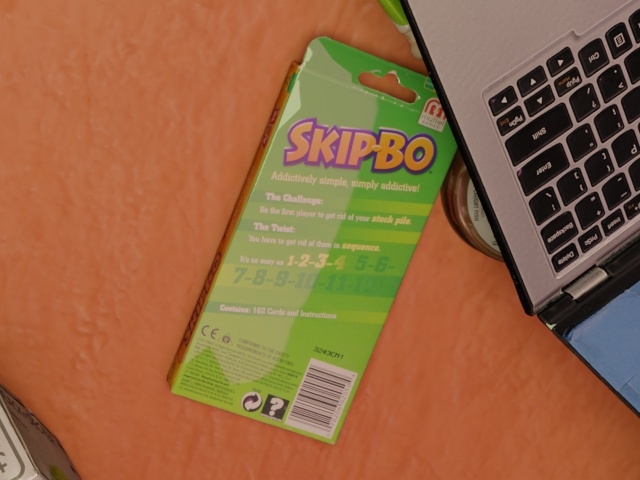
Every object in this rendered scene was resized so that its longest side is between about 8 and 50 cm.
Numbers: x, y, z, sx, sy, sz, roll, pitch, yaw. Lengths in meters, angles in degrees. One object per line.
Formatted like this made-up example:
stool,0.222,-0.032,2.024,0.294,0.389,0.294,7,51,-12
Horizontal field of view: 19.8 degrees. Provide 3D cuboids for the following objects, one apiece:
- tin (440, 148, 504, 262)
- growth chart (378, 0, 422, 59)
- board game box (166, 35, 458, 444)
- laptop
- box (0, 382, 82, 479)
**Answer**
tin,0.178,-0.038,1.264,0.190,0.040,0.106,-5,108,-11
growth chart,0.103,-0.249,1.176,0.237,0.021,0.172,-37,107,17
board game box,0.000,0.000,1.233,0.124,0.039,0.259,20,101,-17
laptop,0.315,-0.074,1.119,0.382,0.236,0.408,-35,118,-19
box,-0.292,0.208,1.143,0.290,0.169,0.087,-31,65,-5
